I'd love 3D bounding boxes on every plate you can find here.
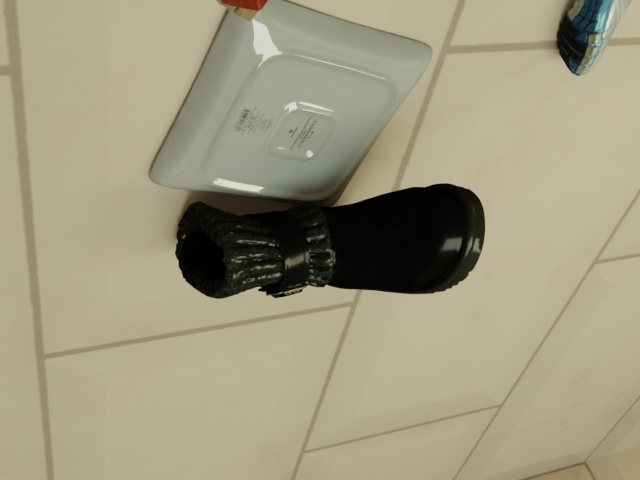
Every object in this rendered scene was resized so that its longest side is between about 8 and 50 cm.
[{"bbox_3d":[-0.029,-0.140,0.985,0.278,0.045,0.277,7,133,-35],"label":"plate"}]

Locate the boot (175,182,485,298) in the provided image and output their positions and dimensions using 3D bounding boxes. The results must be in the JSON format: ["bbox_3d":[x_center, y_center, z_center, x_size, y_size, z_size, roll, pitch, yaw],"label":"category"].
[{"bbox_3d":[0.000,0.004,1.000,0.260,0.131,0.348,5,167,-35],"label":"boot"}]

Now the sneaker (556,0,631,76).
[{"bbox_3d":[0.354,-0.287,1.009,0.083,0.071,0.190,-19,143,-18],"label":"sneaker"}]

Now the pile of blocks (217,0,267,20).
[{"bbox_3d":[0.025,-0.324,0.739,0.362,0.112,0.149,-31,143,6],"label":"pile of blocks"}]
